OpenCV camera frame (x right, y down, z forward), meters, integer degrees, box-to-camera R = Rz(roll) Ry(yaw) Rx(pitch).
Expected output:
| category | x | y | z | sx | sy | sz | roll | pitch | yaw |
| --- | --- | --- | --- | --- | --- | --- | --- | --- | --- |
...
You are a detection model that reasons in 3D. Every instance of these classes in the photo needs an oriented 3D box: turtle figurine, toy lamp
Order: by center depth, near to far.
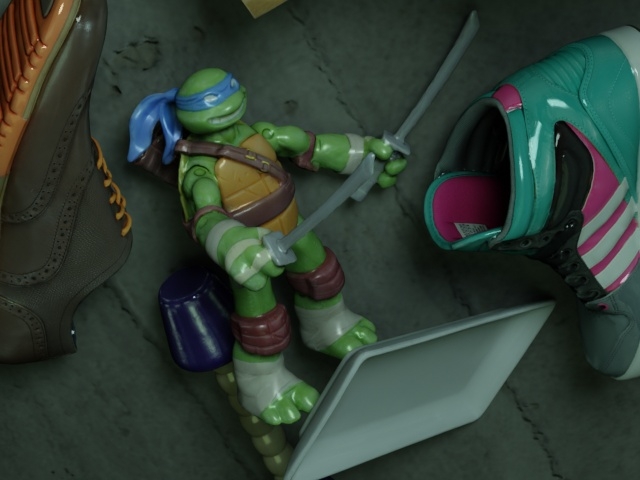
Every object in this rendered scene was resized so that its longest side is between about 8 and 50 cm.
| category | x | y | z | sx | sy | sz | roll | pitch | yaw |
| --- | --- | --- | --- | --- | --- | --- | --- | --- | --- |
| turtle figurine | 0.000 | 0.000 | 1.096 | 0.275 | 0.197 | 0.266 | -7 | 123 | 7 |
| toy lamp | -0.060 | 0.137 | 1.257 | 0.080 | 0.080 | 0.274 | -20 | 125 | 10 |

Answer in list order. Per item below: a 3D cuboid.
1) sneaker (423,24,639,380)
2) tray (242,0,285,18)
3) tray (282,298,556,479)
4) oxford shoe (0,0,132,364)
| category | x | y | z | sx | sy | sz | roll | pitch | yaw |
| --- | --- | --- | --- | --- | --- | --- | --- | --- | --- |
| sneaker | 0.171 | -0.005 | 1.124 | 0.178 | 0.124 | 0.295 | -15 | 117 | -15 |
| tray | 0.074 | -0.327 | 0.892 | 0.411 | 0.076 | 0.202 | -27 | 111 | 24 |
| tray | 0.079 | 0.113 | 1.193 | 0.270 | 0.030 | 0.145 | -10 | 138 | -49 |
| oxford shoe | -0.201 | -0.050 | 1.109 | 0.133 | 0.130 | 0.363 | 8 | 131 | -20 |
